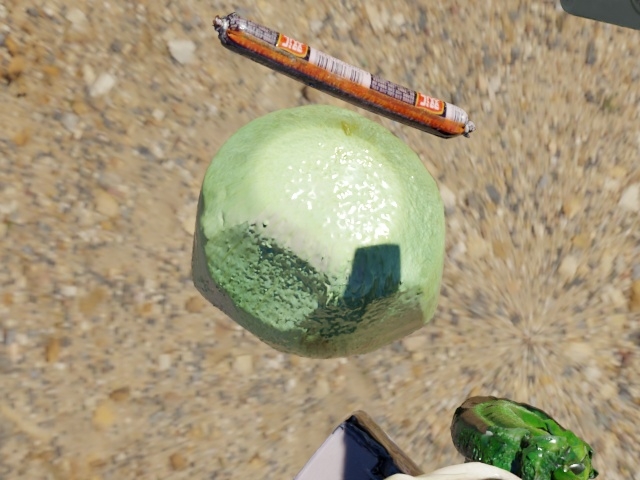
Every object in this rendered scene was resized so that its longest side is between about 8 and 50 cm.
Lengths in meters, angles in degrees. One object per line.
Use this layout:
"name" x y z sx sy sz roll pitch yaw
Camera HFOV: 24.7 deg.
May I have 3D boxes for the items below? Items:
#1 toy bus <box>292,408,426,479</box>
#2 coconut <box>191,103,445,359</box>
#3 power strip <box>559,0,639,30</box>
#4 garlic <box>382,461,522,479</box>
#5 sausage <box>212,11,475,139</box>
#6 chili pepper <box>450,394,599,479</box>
"toy bus" 0.122 0.320 1.573 0.317 0.138 0.112 43 100 5
"coconut" 0.000 0.000 1.703 0.328 0.328 0.281 3 67 8
"power strip" 0.279 -0.189 1.045 0.062 0.385 0.091 -7 107 -19
"garlic" 0.016 0.228 0.683 0.164 0.145 0.245 1 89 -8
"sausage" 0.018 -0.106 0.961 0.198 0.025 0.028 20 63 -22
"chili pepper" 0.148 0.153 1.008 0.122 0.279 0.065 9 92 4
